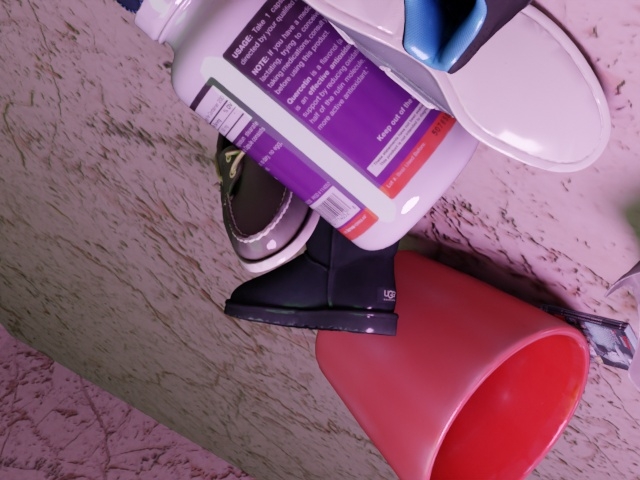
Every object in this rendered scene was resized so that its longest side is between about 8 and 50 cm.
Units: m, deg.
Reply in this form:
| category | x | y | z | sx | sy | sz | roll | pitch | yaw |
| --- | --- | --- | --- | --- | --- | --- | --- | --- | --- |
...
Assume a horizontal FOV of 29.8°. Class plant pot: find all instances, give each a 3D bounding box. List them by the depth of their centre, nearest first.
| category | x | y | z | sx | sy | sz | roll | pitch | yaw |
| --- | --- | --- | --- | --- | --- | --- | --- | --- | --- |
| plant pot | 0.140 | 0.154 | 1.432 | 0.243 | 0.275 | 0.275 | 38 | 163 | 36 |

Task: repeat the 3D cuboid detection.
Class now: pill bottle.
| category | x | y | z | sx | sy | sz | roll | pitch | yaw |
| --- | --- | --- | --- | --- | --- | --- | --- | --- | --- |
| pill bottle | -0.013 | -0.151 | 1.146 | 0.323 | 0.181 | 0.181 | 40 | 158 | -6 |

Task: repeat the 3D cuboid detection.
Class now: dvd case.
| category | x | y | z | sx | sy | sz | roll | pitch | yaw |
| --- | --- | --- | --- | --- | --- | --- | --- | --- | --- |
| dvd case | 0.320 | 0.116 | 1.401 | 0.119 | 0.013 | 0.087 | 14 | 148 | 47 |

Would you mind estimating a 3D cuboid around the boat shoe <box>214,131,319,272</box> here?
| category | x | y | z | sx | sy | sz | roll | pitch | yaw |
| --- | --- | --- | --- | --- | --- | --- | --- | --- | --- |
| boat shoe | -0.064 | -0.083 | 1.275 | 0.109 | 0.305 | 0.091 | -23 | 122 | 14 |

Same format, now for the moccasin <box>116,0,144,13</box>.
| category | x | y | z | sx | sy | sz | roll | pitch | yaw |
| --- | --- | --- | --- | --- | --- | --- | --- | --- | --- |
| moccasin | -0.295 | -0.359 | 1.239 | 0.137 | 0.117 | 0.342 | 5 | 142 | 53 |

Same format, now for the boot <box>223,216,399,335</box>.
| category | x | y | z | sx | sy | sz | roll | pitch | yaw |
| --- | --- | --- | --- | --- | --- | --- | --- | --- | --- |
| boot | 0.000 | 0.000 | 1.386 | 0.246 | 0.207 | 0.094 | 1 | 171 | 42 |

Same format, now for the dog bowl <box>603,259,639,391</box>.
| category | x | y | z | sx | sy | sz | roll | pitch | yaw |
| --- | --- | --- | --- | --- | --- | --- | --- | --- | --- |
| dog bowl | 0.433 | 0.102 | 1.090 | 0.348 | 0.102 | 0.349 | 30 | 157 | 14 |

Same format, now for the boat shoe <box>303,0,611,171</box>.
| category | x | y | z | sx | sy | sz | roll | pitch | yaw |
| --- | --- | --- | --- | --- | --- | --- | --- | --- | --- |
| boat shoe | 0.112 | -0.172 | 1.043 | 0.319 | 0.116 | 0.099 | 33 | -175 | -7 |

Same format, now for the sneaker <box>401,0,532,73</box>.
| category | x | y | z | sx | sy | sz | roll | pitch | yaw |
| --- | --- | --- | --- | --- | --- | --- | --- | --- | --- |
| sneaker | 0.105 | -0.255 | 0.820 | 0.125 | 0.140 | 0.341 | 25 | 155 | 27 |

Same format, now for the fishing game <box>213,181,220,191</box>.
| category | x | y | z | sx | sy | sz | roll | pitch | yaw |
| --- | --- | --- | --- | --- | --- | --- | --- | --- | --- |
| fishing game | -0.034 | -0.076 | 1.519 | 0.189 | 0.041 | 0.264 | 41 | 150 | -10 |
